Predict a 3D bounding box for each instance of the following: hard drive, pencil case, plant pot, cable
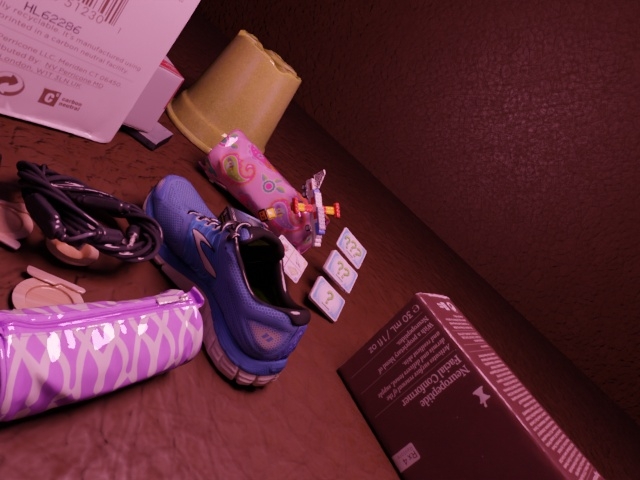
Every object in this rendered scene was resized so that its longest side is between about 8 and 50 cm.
[{"bbox_3d":[-0.362,-0.233,0.830,0.135,0.022,0.094,37,21,-14],"label":"hard drive"},{"bbox_3d":[-0.193,0.089,0.379,0.086,0.088,0.206,47,21,19],"label":"pencil case"},{"bbox_3d":[-0.191,-0.351,1.055,0.276,0.254,0.276,36,21,-16],"label":"plant pot"},{"bbox_3d":[-0.114,-0.094,0.880,0.284,0.124,0.124,44,20,7],"label":"pencil case"},{"bbox_3d":[-0.272,-0.040,0.513,0.184,0.047,0.150,36,12,27],"label":"cable"}]

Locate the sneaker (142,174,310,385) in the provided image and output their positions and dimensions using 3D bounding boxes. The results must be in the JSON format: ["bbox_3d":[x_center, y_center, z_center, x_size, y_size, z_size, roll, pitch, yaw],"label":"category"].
[{"bbox_3d":[-0.120,0.018,0.578,0.330,0.147,0.129,50,21,23],"label":"sneaker"}]

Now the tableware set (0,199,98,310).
[{"bbox_3d":[-0.299,0.015,0.435,0.141,0.020,0.169,30,23,-31],"label":"tableware set"}]

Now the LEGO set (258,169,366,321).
[{"bbox_3d":[0.000,0.000,0.775,0.244,0.060,0.183,49,50,-24],"label":"LEGO set"}]

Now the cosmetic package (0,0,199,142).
[{"bbox_3d":[-0.442,-0.416,0.612,0.394,0.327,0.329,52,21,23],"label":"cosmetic package"}]

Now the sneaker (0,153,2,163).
[{"bbox_3d":[-0.365,-0.051,0.385,0.089,0.051,0.170,16,28,-24],"label":"sneaker"}]

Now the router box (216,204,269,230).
[{"bbox_3d":[-0.128,0.001,0.760,0.092,0.038,0.122,25,26,-38],"label":"router box"}]

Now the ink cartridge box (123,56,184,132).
[{"bbox_3d":[-0.345,-0.308,0.791,0.175,0.127,0.072,52,21,26],"label":"ink cartridge box"}]

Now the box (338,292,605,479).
[{"bbox_3d":[0.210,0.278,0.598,0.143,0.191,0.381,14,33,-52],"label":"box"}]
